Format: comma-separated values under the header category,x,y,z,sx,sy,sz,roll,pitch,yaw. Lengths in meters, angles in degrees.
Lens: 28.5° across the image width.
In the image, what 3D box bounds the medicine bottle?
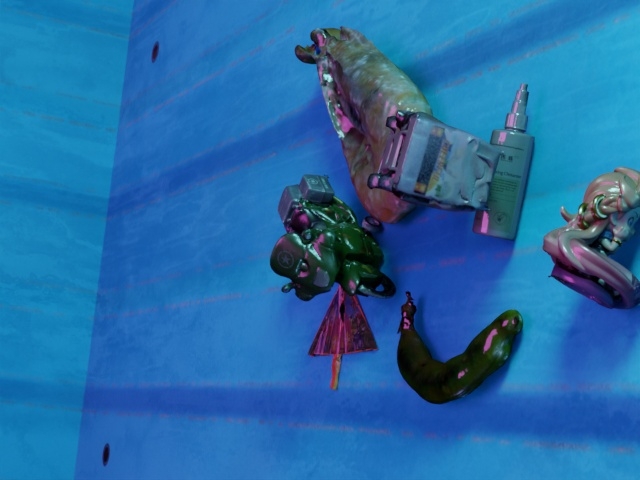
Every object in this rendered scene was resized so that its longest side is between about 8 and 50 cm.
category,x,y,z,sx,sy,sz,roll,pitch,yaw
medicine bottle,0.239,-0.101,1.599,0.057,0.057,0.199,18,96,64

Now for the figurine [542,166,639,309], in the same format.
category,x,y,z,sx,sy,sz,roll,pitch,yaw
figurine,0.301,-0.006,1.374,0.114,0.126,0.157,5,85,21

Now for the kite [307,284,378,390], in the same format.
category,x,y,z,sx,sy,sz,roll,pitch,yaw
kite,0.033,0.146,1.991,0.241,0.014,0.183,-4,78,63

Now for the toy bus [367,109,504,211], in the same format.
category,x,y,z,sx,sy,sz,roll,pitch,yaw
toy bus,0.142,-0.098,1.609,0.317,0.138,0.112,-96,23,-84

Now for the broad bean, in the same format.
category,x,y,z,sx,sy,sz,roll,pitch,yaw
broad bean,0.168,0.147,1.665,0.292,0.049,0.144,4,84,65

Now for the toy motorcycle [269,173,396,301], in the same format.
category,x,y,z,sx,sy,sz,roll,pitch,yaw
toy motorcycle,0.000,0.000,1.911,0.125,0.187,0.275,-67,27,26

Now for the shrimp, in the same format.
category,x,y,z,sx,sy,sz,roll,pitch,yaw
shrimp,0.070,-0.198,1.955,0.446,0.110,0.221,-116,34,-45
